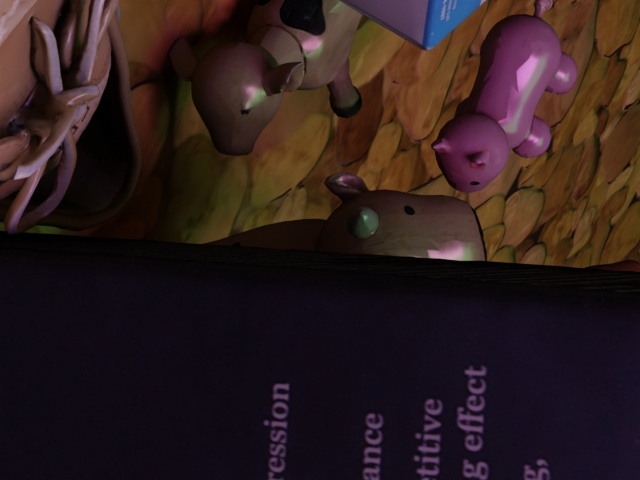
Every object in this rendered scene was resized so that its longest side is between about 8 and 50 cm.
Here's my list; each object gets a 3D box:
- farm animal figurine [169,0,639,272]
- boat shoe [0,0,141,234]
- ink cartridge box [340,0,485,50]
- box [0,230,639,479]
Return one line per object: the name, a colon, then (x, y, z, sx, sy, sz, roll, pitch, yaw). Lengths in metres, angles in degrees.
farm animal figurine: (0.000, 0.000, 0.879, 0.326, 0.330, 0.172, -34, 161, 9)
boat shoe: (-0.104, -0.056, 0.624, 0.104, 0.089, 0.285, -51, -178, -3)
ink cartridge box: (0.084, -0.203, 0.830, 0.190, 0.082, 0.140, -44, 155, -33)
box: (-0.039, 0.149, 0.636, 0.212, 0.395, 0.294, 1, 93, -64)
